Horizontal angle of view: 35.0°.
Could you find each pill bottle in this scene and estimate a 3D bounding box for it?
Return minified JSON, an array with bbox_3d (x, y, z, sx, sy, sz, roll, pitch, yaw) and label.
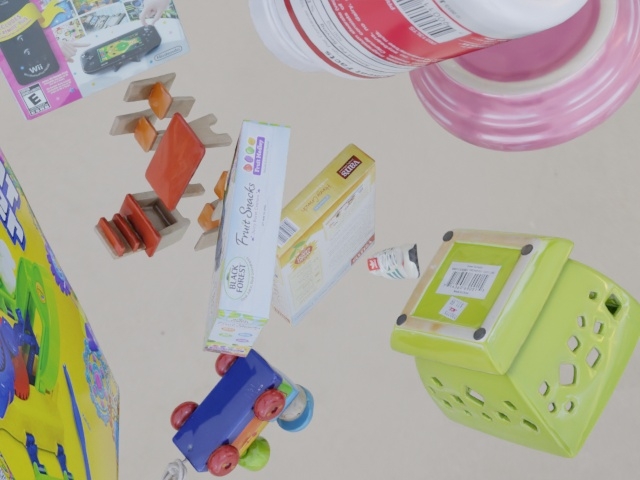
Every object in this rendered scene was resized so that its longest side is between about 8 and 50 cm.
[{"bbox_3d":[0.089,-0.302,1.103,0.229,0.407,0.229,1,88,-31],"label":"pill bottle"}]

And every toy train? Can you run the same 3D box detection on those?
[{"bbox_3d":[-0.119,0.260,1.270,0.248,0.143,0.105,-51,53,2],"label":"toy train"}]

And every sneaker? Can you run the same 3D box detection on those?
[{"bbox_3d":[0.118,0.040,1.687,0.075,0.161,0.057,-6,84,-5],"label":"sneaker"}]

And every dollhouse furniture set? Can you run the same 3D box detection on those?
[{"bbox_3d":[-0.246,-0.086,1.590,0.262,0.135,0.259,52,135,19],"label":"dollhouse furniture set"}]

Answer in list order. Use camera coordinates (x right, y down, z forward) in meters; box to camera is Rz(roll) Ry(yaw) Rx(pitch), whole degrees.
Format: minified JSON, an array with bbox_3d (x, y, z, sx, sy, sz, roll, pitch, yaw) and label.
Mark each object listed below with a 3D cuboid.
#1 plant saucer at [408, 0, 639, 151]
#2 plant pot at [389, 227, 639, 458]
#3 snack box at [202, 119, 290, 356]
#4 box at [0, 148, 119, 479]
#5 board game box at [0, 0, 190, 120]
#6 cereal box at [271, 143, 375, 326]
[{"bbox_3d":[0.271,-0.282,1.353,0.332,0.084,0.332,-7,67,17],"label":"plant saucer"},{"bbox_3d":[0.238,0.110,1.294,0.207,0.228,0.227,45,68,-31],"label":"plant pot"},{"bbox_3d":[-0.053,0.000,0.712,0.037,0.100,0.141,9,68,-8],"label":"snack box"},{"bbox_3d":[-0.199,0.078,0.363,0.177,0.279,0.290,-14,127,1],"label":"box"},{"bbox_3d":[-0.307,-0.318,1.170,0.224,0.097,0.303,-26,133,-10],"label":"board game box"},{"bbox_3d":[0.000,0.000,1.304,0.047,0.240,0.173,39,72,18],"label":"cereal box"}]
